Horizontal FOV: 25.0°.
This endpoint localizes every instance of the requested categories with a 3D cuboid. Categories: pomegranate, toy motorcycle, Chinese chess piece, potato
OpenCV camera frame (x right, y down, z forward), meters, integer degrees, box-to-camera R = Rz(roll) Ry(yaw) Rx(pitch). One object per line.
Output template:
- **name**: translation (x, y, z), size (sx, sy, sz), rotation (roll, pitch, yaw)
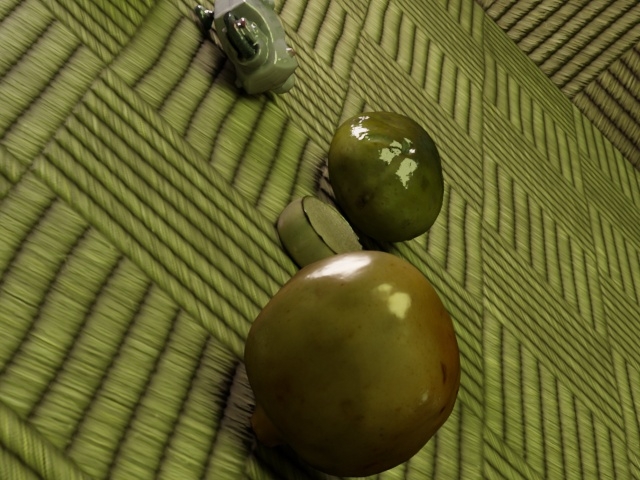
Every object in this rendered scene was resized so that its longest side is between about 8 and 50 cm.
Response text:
- **pomegranate**: translation (0.035, 0.122, 1.436), size (0.233, 0.233, 0.233), rotation (40, 23, -21)
- **toy motorcycle**: translation (-0.092, -0.282, 2.069), size (0.171, 0.110, 0.260), rotation (58, 10, -21)
- **Chinese chess piece**: translation (0.000, 0.000, 1.823), size (0.122, 0.051, 0.122), rotation (42, 21, -20)
- **potato**: translation (0.096, -0.093, 2.041), size (0.197, 0.148, 0.228), rotation (66, 20, 4)
